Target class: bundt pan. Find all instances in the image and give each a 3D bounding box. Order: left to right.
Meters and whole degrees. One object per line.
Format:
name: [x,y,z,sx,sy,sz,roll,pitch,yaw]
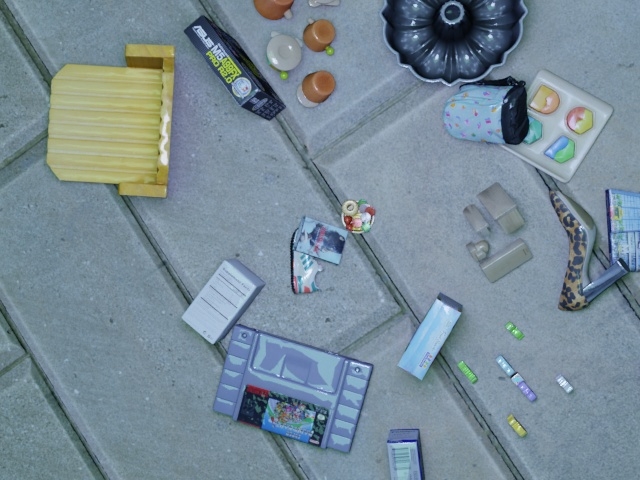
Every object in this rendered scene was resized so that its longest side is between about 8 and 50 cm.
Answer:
bundt pan: [0.304,-0.511,1.888,0.330,0.124,0.331,0,92,10]

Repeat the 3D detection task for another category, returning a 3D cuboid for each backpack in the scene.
backpack: [0.370,-0.291,1.856,0.182,0.115,0.152,15,130,33]

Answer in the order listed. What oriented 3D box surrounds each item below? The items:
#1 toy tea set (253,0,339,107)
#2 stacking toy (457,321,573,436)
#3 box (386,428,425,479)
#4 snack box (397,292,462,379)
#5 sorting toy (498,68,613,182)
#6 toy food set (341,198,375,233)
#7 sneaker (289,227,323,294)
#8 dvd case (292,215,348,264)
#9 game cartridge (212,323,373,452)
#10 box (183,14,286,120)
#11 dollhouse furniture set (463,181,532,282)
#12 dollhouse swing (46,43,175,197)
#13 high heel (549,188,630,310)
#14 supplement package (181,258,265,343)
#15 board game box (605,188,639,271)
toy tea set: [-0.058,-0.488,1.975,0.199,0.124,0.336,0,87,-20]
stacking toy: [0.454,0.320,1.910,0.167,0.052,0.221,-43,83,7]
box: [0.200,0.515,1.911,0.072,0.137,0.126,-6,90,8]
snack box: [0.252,0.212,1.863,0.070,0.207,0.175,31,96,8]
sorting toy: [0.541,-0.266,1.895,0.193,0.038,0.208,31,95,8]
toy food set: [0.091,-0.058,1.981,0.082,0.020,0.083,3,91,9]
sneaker: [-0.034,0.050,1.994,0.075,0.057,0.161,0,87,-10]
dvd case: [0.000,0.000,1.971,0.119,0.013,0.087,19,80,-12]
game cartridge: [-0.070,0.362,1.997,0.354,0.068,0.230,15,89,9]
box: [-0.191,-0.392,1.899,0.060,0.270,0.216,-38,84,9]
dollhouse furniture set: [0.407,-0.019,1.926,0.144,0.123,0.151,-34,120,8]
dollhouse swing: [-0.508,-0.285,1.956,0.304,0.315,0.347,4,92,-11]
high heel: [0.557,0.026,1.885,0.186,0.093,0.261,-46,66,32]
supplement package: [-0.234,0.145,1.996,0.105,0.105,0.179,39,96,7]
board game box: [0.752,-0.026,1.852,0.194,0.060,0.194,-4,90,10]
